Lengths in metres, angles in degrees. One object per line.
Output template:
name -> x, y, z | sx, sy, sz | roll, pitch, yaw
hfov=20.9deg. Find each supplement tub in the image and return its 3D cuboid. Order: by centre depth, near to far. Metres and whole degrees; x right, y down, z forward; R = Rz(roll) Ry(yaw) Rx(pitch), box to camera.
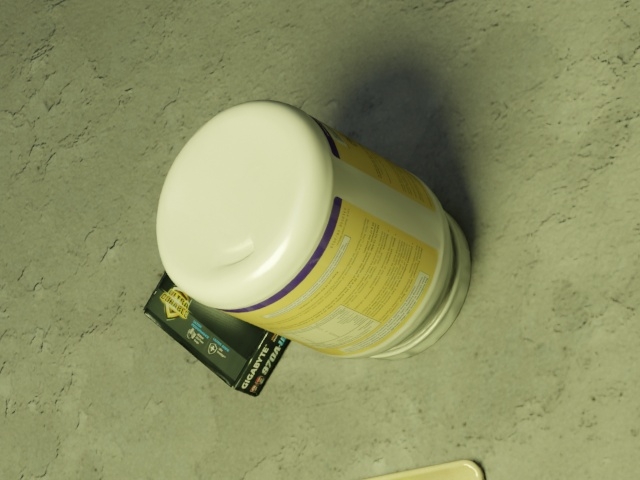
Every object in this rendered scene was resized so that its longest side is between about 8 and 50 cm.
supplement tub -> 0.000, 0.000, 1.998 | 0.241, 0.331, 0.241 | -16, 63, 34

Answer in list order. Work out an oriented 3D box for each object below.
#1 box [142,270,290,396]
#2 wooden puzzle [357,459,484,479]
box -> -0.116, 0.075, 2.253 | 0.220, 0.051, 0.175 | 36, 97, 43
wooden puzzle -> 0.073, 0.368, 1.952 | 0.221, 0.044, 0.239 | -17, 48, 34
